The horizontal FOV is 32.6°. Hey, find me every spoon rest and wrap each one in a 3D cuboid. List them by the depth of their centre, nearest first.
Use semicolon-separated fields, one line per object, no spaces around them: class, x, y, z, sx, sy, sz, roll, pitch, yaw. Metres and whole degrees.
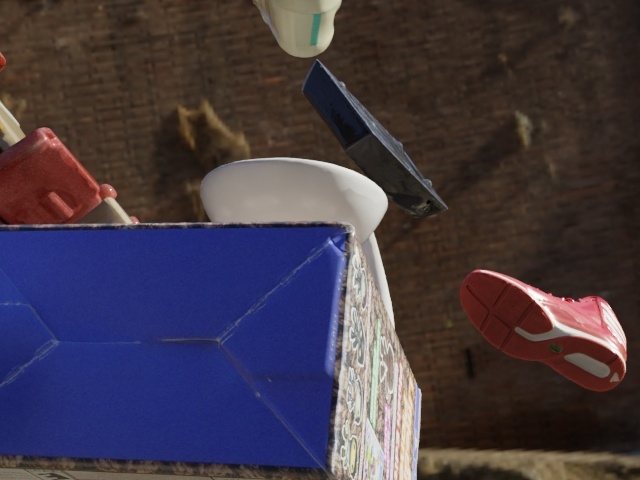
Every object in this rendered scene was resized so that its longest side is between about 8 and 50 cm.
spoon rest;0.000;0.000;0.863;0.137;0.084;0.276;-3;-27;17

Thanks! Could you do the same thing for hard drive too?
hard drive;0.073;-0.128;1.491;0.054;0.172;0.255;-40;-34;9

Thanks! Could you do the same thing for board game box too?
board game box;-0.069;0.114;0.700;0.232;0.141;0.291;0;-26;12

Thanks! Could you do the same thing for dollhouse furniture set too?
dollhouse furniture set;-0.268;-0.020;0.985;0.152;0.201;0.374;-38;-29;-5

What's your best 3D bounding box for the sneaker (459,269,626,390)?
sneaker;0.282;0.097;1.371;0.087;0.221;0.128;-58;-8;27

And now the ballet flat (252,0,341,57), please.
ballet flat;-0.030;-0.229;1.047;0.086;0.086;0.248;-9;24;-5
